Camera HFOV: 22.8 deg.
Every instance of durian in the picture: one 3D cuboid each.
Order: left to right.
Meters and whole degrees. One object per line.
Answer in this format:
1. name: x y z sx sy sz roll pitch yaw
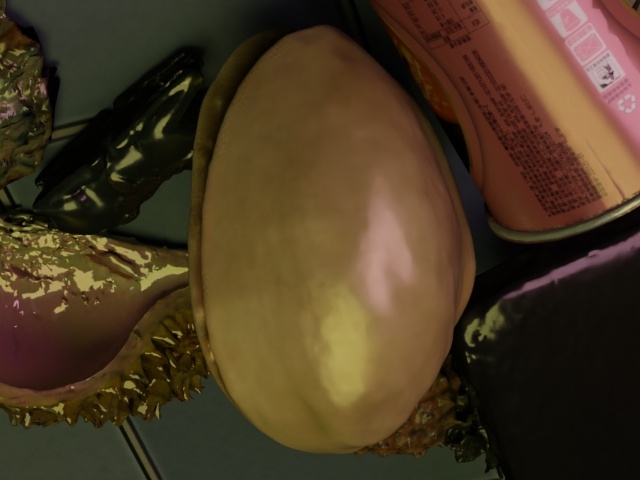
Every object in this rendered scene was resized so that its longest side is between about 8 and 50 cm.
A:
1. durian: -0.205 0.098 1.397 0.305 0.185 0.196 2 152 -9

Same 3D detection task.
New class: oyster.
1. oyster: -0.333 -0.093 1.252 0.259 0.092 0.198 -16 125 9

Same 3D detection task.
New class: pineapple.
1. pineapple: 0.122 0.143 1.401 0.248 0.128 0.128 14 128 -14

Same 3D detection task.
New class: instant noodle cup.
1. instant noodle cup: 0.147 -0.164 1.108 0.244 0.244 0.255 -30 113 24

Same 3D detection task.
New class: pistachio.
1. pistachio: 0.000 0.000 1.171 0.214 0.193 0.318 -16 99 -23

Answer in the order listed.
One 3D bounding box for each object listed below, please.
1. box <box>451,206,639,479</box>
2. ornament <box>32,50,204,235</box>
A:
1. box: 0.302 0.102 1.319 0.359 0.091 0.350 -26 124 -6
2. ornament: -0.095 -0.016 1.306 0.202 0.080 0.236 -38 118 23
